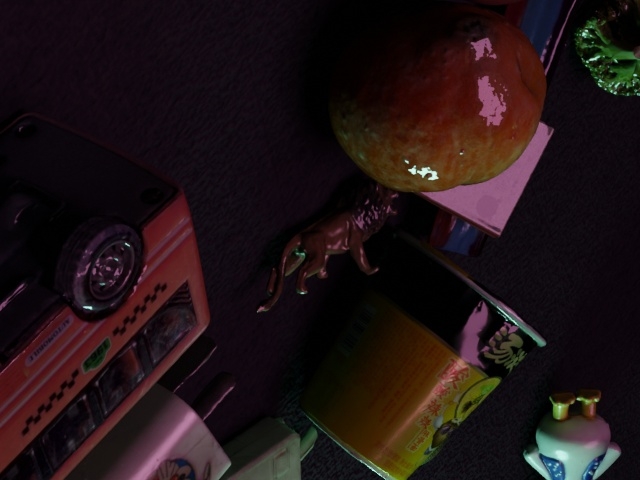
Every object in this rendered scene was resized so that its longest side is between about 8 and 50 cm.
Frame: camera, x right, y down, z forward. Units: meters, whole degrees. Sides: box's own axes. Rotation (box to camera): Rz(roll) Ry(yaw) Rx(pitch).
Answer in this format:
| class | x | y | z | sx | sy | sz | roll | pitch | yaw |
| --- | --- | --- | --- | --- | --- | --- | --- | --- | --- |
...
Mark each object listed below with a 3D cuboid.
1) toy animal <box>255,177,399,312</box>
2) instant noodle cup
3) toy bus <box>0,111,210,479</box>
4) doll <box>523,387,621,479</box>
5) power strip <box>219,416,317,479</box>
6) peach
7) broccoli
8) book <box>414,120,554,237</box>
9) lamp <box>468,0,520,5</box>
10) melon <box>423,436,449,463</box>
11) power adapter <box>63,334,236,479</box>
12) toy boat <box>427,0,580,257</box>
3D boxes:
| class | x | y | z | sx | sy | sz | roll | pitch | yaw |
| --- | --- | --- | --- | --- | --- | --- | --- | --- | --- |
| toy animal | 0.005 | 0.016 | 1.671 | 0.220 | 0.069 | 0.086 | -43 | 119 | -35 |
| instant noodle cup | 0.100 | 0.134 | 1.760 | 0.236 | 0.215 | 0.215 | -51 | 144 | -1 |
| toy bus | -0.290 | 0.110 | 1.238 | 0.427 | 0.203 | 0.233 | -47 | 146 | -27 |
| doll | 0.359 | 0.339 | 2.275 | 0.138 | 0.119 | 0.293 | -3 | 122 | -3 |
| power strip | -0.100 | 0.270 | 1.702 | 0.288 | 0.053 | 0.093 | -31 | 133 | -37 |
| peach | 0.121 | -0.155 | 1.573 | 0.232 | 0.232 | 0.233 | -30 | 132 | -39 |
| broccoli | 0.388 | -0.246 | 1.948 | 0.162 | 0.138 | 0.146 | 23 | 102 | -15 |
| book | 0.148 | -0.104 | 1.725 | 0.198 | 0.016 | 0.138 | 27 | 91 | -22 |
| lamp | 0.187 | -0.370 | 1.508 | 0.305 | 0.239 | 0.305 | -28 | 131 | -38 |
| melon | 0.122 | 0.194 | 1.900 | 0.099 | 0.099 | 0.162 | -2 | 111 | -51 |
| power adapter | -0.159 | 0.185 | 1.509 | 0.205 | 0.125 | 0.130 | -50 | 142 | -18 |
| toy boat | 0.213 | -0.169 | 1.797 | 0.136 | 0.079 | 0.392 | -12 | 123 | -74 |
